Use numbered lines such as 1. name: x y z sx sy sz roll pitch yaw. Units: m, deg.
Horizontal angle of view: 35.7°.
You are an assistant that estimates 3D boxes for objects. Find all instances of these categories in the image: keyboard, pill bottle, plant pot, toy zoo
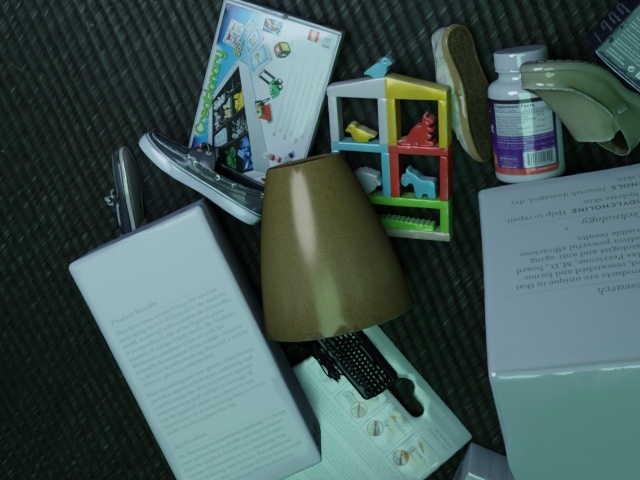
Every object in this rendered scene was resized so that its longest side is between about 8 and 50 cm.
1. keyboard: 0.039 0.193 1.686 0.100 0.038 0.192 -40 95 1
2. pill bottle: 0.308 -0.191 1.495 0.108 0.108 0.193 -5 107 12
3. plant pot: 0.000 0.000 1.539 0.237 0.237 0.254 -12 99 15
4. toy zoo: 0.110 -0.143 1.555 0.192 0.030 0.293 6 117 20

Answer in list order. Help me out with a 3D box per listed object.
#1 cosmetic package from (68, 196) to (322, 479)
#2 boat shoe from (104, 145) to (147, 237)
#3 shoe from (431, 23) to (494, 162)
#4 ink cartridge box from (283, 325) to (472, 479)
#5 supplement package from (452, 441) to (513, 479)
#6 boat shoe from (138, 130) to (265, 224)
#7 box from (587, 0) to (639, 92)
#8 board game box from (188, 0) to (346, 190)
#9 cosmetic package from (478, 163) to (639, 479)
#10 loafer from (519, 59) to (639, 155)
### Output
1. cosmetic package: -0.192 0.184 1.616 0.230 0.161 0.453 -24 98 3
2. boat shoe: -0.337 -0.058 1.684 0.065 0.075 0.206 -2 113 8
3. shoe: 0.221 -0.225 1.531 0.058 0.077 0.219 7 119 54
4. ink cartridge box: 0.024 0.349 1.769 0.385 0.091 0.308 -40 97 3
5. supplement package: 0.320 0.446 1.713 0.179 0.105 0.105 23 111 3
6. boat shoe: -0.175 -0.115 1.574 0.228 0.080 0.076 35 106 -2
7. box: 0.487 -0.319 1.392 0.108 0.153 0.207 39 112 -4
8. board game box: -0.094 -0.217 1.592 0.193 0.053 0.305 19 111 5
9. cosmetic package: 0.411 0.142 1.394 0.328 0.393 0.329 -8 128 13
10. loafer: 0.384 -0.188 1.417 0.269 0.102 0.092 15 87 -35
